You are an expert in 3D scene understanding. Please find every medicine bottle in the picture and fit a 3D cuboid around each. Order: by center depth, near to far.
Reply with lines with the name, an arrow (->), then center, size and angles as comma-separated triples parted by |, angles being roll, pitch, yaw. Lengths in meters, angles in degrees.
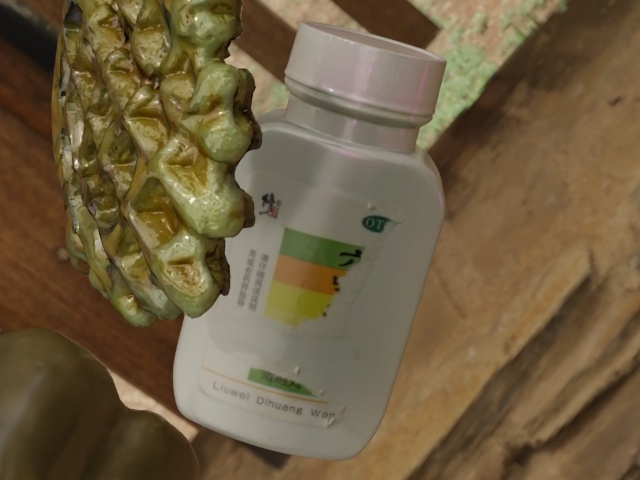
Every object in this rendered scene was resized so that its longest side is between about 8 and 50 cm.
medicine bottle -> 0.000, 0.000, 0.840 | 0.111, 0.161, 0.296 | -78, 5, -77

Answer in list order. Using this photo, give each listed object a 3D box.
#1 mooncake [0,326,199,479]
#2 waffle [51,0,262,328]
mooncake -> -0.279, 0.225, 1.006 | 0.378, 0.378, 0.200 | -32, 26, 50
waffle -> -0.101, -0.062, 0.644 | 0.204, 0.054, 0.223 | 10, 101, 54
